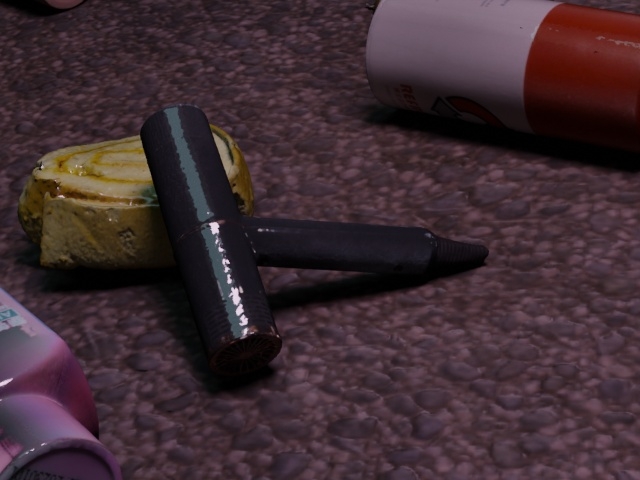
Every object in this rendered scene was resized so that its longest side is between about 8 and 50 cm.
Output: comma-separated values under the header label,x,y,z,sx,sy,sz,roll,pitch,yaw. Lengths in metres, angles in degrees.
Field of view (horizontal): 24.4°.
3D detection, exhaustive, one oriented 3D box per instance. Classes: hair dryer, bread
label,x,y,z,sx,sy,sz,roll,pitch,yaw
hair dryer,0.001,-0.013,0.910,0.195,0.050,0.173,-8,59,-22
bread,-0.122,-0.026,0.983,0.156,0.064,0.117,-6,28,2

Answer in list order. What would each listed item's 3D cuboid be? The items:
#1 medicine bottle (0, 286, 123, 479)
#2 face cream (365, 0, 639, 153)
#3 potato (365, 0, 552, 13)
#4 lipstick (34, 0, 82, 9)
label,x,y,z,sx,sy,sz,roll,pitch,yaw
medicine bottle,-0.184,0.097,0.768,0.119,0.094,0.188,-26,35,-29
face cream,0.146,-0.124,1.050,0.214,0.095,0.096,15,38,32
potato,0.113,-0.234,1.256,0.164,0.081,0.200,-3,29,11
lipstick,-0.320,-0.285,1.446,0.070,0.070,0.254,-31,38,-33
